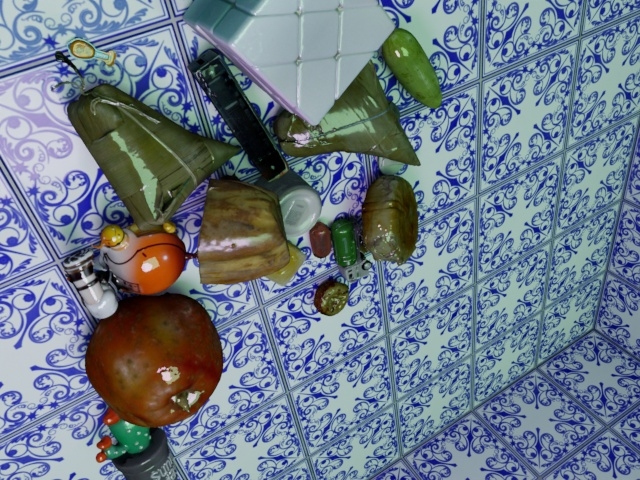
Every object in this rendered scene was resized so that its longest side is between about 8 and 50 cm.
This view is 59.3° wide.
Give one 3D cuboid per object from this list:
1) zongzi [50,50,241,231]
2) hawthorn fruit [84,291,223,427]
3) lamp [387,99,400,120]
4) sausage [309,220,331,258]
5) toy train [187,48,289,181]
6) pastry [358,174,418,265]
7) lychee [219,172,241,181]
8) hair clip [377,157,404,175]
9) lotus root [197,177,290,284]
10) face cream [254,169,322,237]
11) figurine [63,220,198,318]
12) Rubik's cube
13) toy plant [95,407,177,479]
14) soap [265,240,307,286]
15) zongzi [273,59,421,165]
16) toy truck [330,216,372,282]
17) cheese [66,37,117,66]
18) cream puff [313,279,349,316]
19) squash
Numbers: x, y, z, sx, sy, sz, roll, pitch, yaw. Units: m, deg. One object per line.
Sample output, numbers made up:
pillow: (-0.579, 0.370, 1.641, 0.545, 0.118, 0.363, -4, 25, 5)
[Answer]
zongzi: (-0.428, -0.298, 1.404, 0.418, 0.181, 0.447, -48, 120, -39)
hawthorn fruit: (-0.459, 0.361, 1.633, 0.403, 0.403, 0.402, -18, 128, -25)
lamp: (0.200, -0.394, 1.783, 0.105, 0.105, 0.105, -18, 128, -25)
sausage: (0.000, 0.000, 1.928, 0.076, 0.076, 0.141, -26, 129, -19)
toy train: (-0.215, -0.330, 1.547, 0.086, 0.089, 0.409, -38, 134, -5)
pastry: (0.246, -0.068, 1.942, 0.330, 0.136, 0.329, 1, 88, -63)
lychee: (-0.264, -0.161, 1.644, 0.067, 0.068, 0.083, 15, 120, 4)
hair clip: (0.256, -0.278, 1.940, 0.172, 0.049, 0.116, -9, 119, -27)
lotus root: (-0.208, -0.048, 1.509, 0.250, 0.316, 0.316, -1, 123, -2)
face cream: (-0.103, -0.116, 1.723, 0.177, 0.153, 0.177, -17, 128, -24)
figurine: (-0.501, 0.066, 1.518, 0.323, 0.196, 0.320, -35, 161, -24)
Rubik's cube: (-0.079, -0.528, 1.356, 0.321, 0.316, 0.319, -52, 133, 3)
toy plant: (-0.604, 0.669, 1.882, 0.280, 0.185, 0.400, -27, 116, -26)
soap: (-0.167, 0.045, 1.840, 0.232, 0.073, 0.140, 35, 92, -43)
zongzi: (0.078, -0.290, 1.664, 0.356, 0.174, 0.393, -35, 111, -5)
toy truck: (0.105, 0.030, 2.004, 0.125, 0.101, 0.242, -22, 127, -16)
cheese: (-0.531, -0.436, 1.305, 0.111, 0.017, 0.047, 7, 117, -38)
cream puff: (0.037, 0.208, 2.083, 0.149, 0.084, 0.149, -20, 127, -28)
squash: (0.302, -0.516, 1.767, 0.118, 0.118, 0.370, -48, 137, 2)
